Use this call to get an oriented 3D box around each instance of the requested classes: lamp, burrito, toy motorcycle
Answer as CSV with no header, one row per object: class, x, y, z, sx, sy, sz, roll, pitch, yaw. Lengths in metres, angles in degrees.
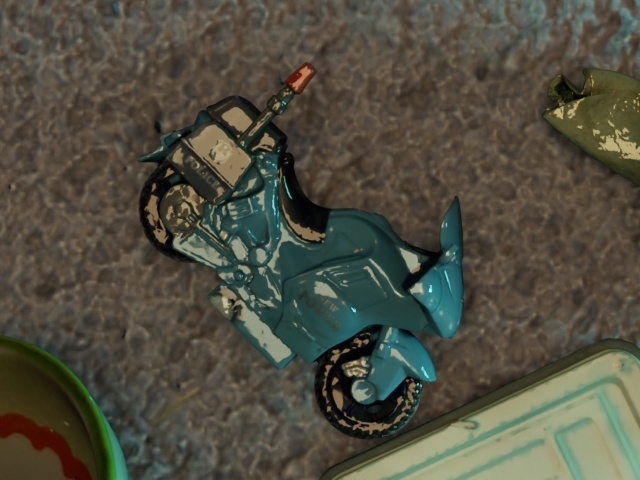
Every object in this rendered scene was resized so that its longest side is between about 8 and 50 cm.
lamp,0.161,0.239,1.293,0.269,0.047,0.266,-25,87,-3
burrito,0.223,-0.090,1.317,0.118,0.044,0.074,28,82,-1
toy motorcycle,0.000,0.000,1.274,0.272,0.123,0.182,44,97,2

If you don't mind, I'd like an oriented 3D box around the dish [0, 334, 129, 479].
dish,-0.251,0.234,1.221,0.324,0.124,0.324,-15,54,21
